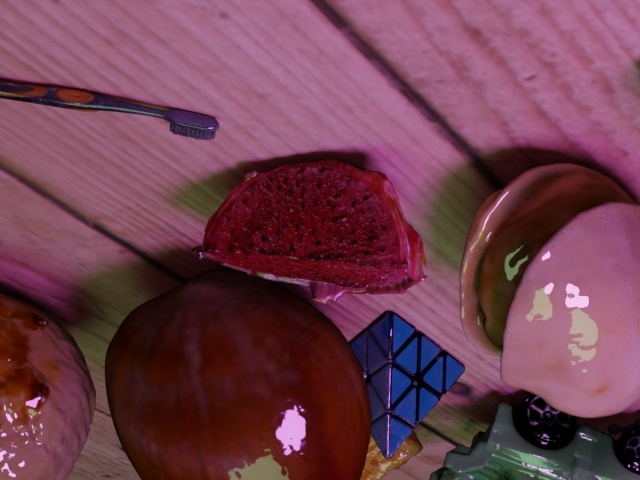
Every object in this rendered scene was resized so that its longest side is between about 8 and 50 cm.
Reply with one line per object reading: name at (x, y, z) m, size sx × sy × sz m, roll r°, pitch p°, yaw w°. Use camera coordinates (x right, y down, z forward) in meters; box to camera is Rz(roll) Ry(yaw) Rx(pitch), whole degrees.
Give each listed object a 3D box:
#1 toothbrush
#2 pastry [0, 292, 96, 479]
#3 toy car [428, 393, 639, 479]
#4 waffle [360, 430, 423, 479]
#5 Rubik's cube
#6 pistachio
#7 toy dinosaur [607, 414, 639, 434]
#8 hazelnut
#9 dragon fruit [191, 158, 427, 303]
toothbrush at (-0.265, -0.147, 0.991) m, size 0.320 × 0.023 × 0.031 m, roll 11°, pitch 146°, yaw -8°
pastry at (-0.516, 0.238, 1.337) m, size 0.388 × 0.389 × 0.313 m, roll -12°, pitch 136°, yaw 29°
toy car at (0.378, 0.376, 1.555) m, size 0.358 × 0.176 × 0.213 m, roll 22°, pitch 150°, yaw 4°
waffle at (0.041, 0.349, 1.658) m, size 0.168 × 0.057 × 0.274 m, roll -40°, pitch 132°, yaw 16°
Rubik's cube at (0.081, 0.166, 1.407) m, size 0.190 × 0.211 × 0.178 m, roll 18°, pitch 133°, yaw 30°
pistachio at (0.274, 0.061, 1.044) m, size 0.238 × 0.229 × 0.321 m, roll -40°, pitch 135°, yaw -5°
toy dinosaur at (0.538, 0.298, 1.538) m, size 0.154 × 0.049 × 0.055 m, roll -20°, pitch 139°, yaw 36°
hazelnut at (-0.105, 0.213, 1.276) m, size 0.365 × 0.366 × 0.366 m, roll 5°, pitch 149°, yaw 3°
dragon fruit at (0.004, -0.008, 1.085) m, size 0.274 × 0.126 × 0.161 m, roll 3°, pitch 160°, yaw 24°
